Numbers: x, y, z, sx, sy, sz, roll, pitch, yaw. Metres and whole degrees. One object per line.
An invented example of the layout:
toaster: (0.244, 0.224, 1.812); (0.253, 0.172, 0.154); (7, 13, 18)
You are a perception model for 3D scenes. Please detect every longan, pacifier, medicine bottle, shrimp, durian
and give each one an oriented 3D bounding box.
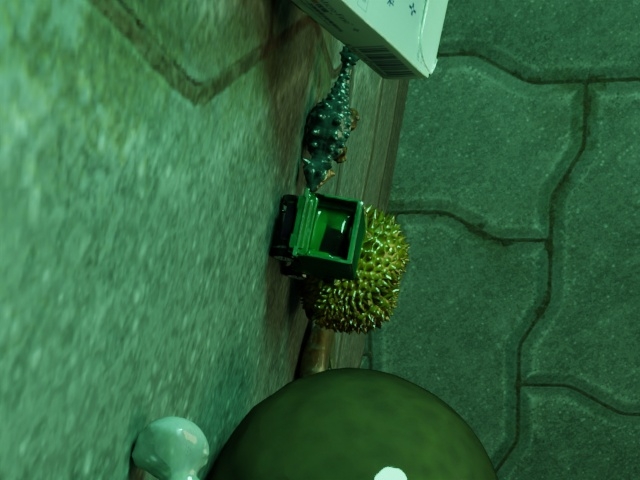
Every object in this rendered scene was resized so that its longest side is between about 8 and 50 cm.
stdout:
longan: (0.028, 0.225, 0.640); (0.258, 0.258, 0.258); (10, 90, -83)
pacifier: (-0.065, 0.148, 0.422); (0.150, 0.126, 0.117); (69, 7, -64)
medicine bottle: (0.042, -0.241, 0.587); (0.171, 0.052, 0.201); (28, 72, -50)
shrimp: (-0.013, 0.219, 1.110); (0.152, 0.046, 0.219); (83, 18, -56)
durian: (0.038, 0.029, 0.931); (0.168, 0.137, 0.158); (-62, 147, -21)

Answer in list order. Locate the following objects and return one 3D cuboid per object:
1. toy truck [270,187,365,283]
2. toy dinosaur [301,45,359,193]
toy truck: (0.000, 0.000, 0.769); (0.147, 0.079, 0.065); (76, 25, -78)
toy dinosaur: (0.011, -0.120, 0.803); (0.055, 0.049, 0.154); (-3, 108, -79)
